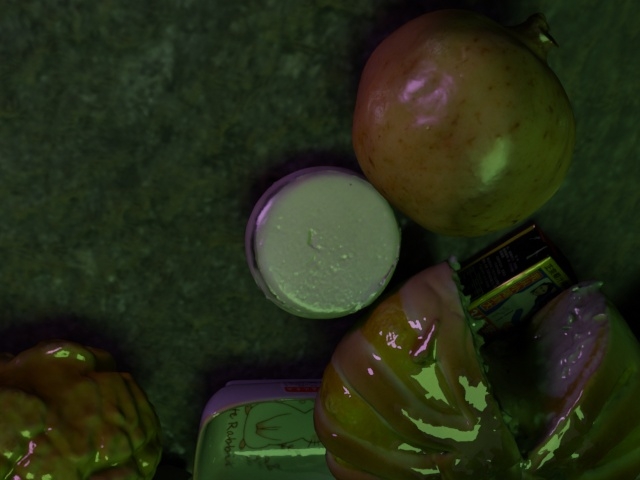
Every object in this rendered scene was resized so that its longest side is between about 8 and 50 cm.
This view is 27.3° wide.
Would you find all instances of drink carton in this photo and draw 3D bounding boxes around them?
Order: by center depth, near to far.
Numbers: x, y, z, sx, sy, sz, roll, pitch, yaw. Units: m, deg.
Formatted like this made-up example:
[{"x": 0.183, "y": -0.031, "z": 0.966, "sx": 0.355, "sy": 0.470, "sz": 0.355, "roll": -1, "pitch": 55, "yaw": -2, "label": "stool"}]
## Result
[{"x": 0.162, "y": 0.057, "z": 1.282, "sx": 0.165, "sy": 0.056, "sz": 0.071, "roll": -33, "pitch": 136, "yaw": 16, "label": "drink carton"}]

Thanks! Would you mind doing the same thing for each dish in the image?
[{"x": -0.025, "y": 0.197, "z": 1.345, "sx": 0.212, "sy": 0.077, "sz": 0.151, "roll": 0, "pitch": 128, "yaw": -13, "label": "dish"}]

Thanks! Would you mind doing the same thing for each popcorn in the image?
[{"x": -0.263, "y": 0.197, "z": 1.224, "sx": 0.200, "sy": 0.226, "sz": 0.203, "roll": 39, "pitch": 147, "yaw": -15, "label": "popcorn"}]

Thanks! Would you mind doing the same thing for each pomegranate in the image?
[{"x": 0.121, "y": -0.101, "z": 1.057, "sx": 0.196, "sy": 0.196, "sz": 0.196, "roll": -6, "pitch": 131, "yaw": -7, "label": "pomegranate"}]

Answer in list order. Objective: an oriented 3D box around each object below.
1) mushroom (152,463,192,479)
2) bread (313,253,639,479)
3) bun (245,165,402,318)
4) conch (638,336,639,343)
[{"x": -0.251, "y": 0.280, "z": 1.342, "sx": 0.246, "sy": 0.108, "sz": 0.096, "roll": -5, "pitch": 157, "yaw": -7, "label": "mushroom"}, {"x": 0.158, "y": 0.173, "z": 1.223, "sx": 0.333, "sy": 0.160, "sz": 0.333, "roll": -6, "pitch": 125, "yaw": -8, "label": "bread"}, {"x": 0.000, "y": 0.000, "z": 1.177, "sx": 0.138, "sy": 0.094, "sz": 0.138, "roll": -1, "pitch": 95, "yaw": -6, "label": "bun"}, {"x": 0.403, "y": 0.146, "z": 1.347, "sx": 0.220, "sy": 0.195, "sz": 0.277, "roll": -34, "pitch": 96, "yaw": 9, "label": "conch"}]
